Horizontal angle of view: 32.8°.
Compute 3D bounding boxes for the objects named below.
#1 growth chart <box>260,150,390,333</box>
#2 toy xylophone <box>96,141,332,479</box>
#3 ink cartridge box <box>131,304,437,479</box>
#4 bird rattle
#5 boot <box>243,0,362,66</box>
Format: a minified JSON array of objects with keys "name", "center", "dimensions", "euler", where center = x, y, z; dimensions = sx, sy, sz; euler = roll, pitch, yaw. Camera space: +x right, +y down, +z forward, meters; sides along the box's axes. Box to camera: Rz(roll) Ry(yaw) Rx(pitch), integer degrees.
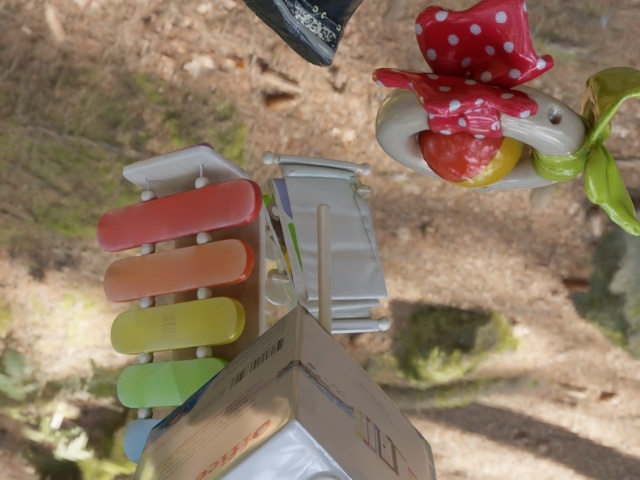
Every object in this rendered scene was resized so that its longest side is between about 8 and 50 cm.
[{"name":"growth chart","center":[0.000,0.000,1.204],"dimensions":[0.171,0.237,0.021],"euler":[9,148,-29]},{"name":"toy xylophone","center":[-0.096,0.068,0.975],"dimensions":[0.236,0.323,0.081],"euler":[-19,160,35]},{"name":"ink cartridge box","center":[-0.025,0.189,0.773],"dimensions":[0.168,0.171,0.233],"euler":[48,-170,-10]},{"name":"bird rattle","center":[0.129,-0.079,0.825],"dimensions":[0.253,0.143,0.207],"euler":[10,166,-33]},{"name":"boot","center":[-0.023,-0.415,1.742],"dimensions":[0.085,0.179,0.236],"euler":[15,157,51]}]
